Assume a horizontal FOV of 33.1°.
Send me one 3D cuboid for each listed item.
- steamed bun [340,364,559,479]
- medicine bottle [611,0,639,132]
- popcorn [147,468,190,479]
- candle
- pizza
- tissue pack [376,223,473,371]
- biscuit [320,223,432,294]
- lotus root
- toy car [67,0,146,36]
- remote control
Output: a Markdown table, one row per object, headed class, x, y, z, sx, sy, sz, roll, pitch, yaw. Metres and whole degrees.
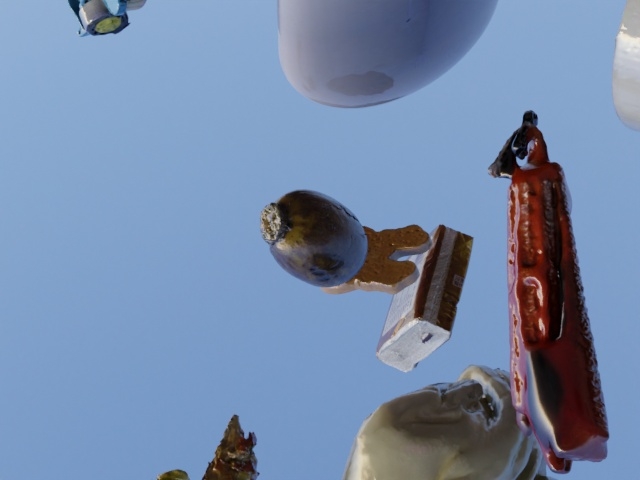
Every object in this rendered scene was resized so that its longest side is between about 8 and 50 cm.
| class | x | y | z | sx | sy | sz | roll | pitch | yaw |
| --- | --- | --- | --- | --- | --- | --- | --- | --- | --- |
| steamed bun | 0.181 | 0.338 | 1.337 | 0.237 | 0.394 | 0.346 | 37 | -102 | 28 |
| medicine bottle | 0.432 | -0.125 | 0.811 | 0.371 | 0.211 | 0.211 | 23 | -136 | 32 |
| popcorn | -0.216 | 0.392 | 1.577 | 0.089 | 0.109 | 0.097 | -32 | -167 | -25 |
| candle | 0.177 | 0.030 | 0.844 | 0.059 | 0.084 | 0.302 | 18 | -117 | -38 |
| pizza | -0.107 | 0.316 | 1.327 | 0.062 | 0.199 | 0.188 | 8 | 174 | 21 |
| tissue pack | 0.187 | 0.106 | 1.962 | 0.092 | 0.183 | 0.226 | 23 | -127 | -9 |
| biscuit | 0.062 | 0.032 | 1.759 | 0.236 | 0.040 | 0.144 | -2 | -141 | 31 |
| lotus root | 0.000 | 0.000 | 1.425 | 0.120 | 0.120 | 0.209 | 41 | -171 | 39 |
| toy car | -0.161 | -0.245 | 0.918 | 0.098 | 0.161 | 0.126 | -14 | -106 | -30 |
| remote control | 0.066 | -0.230 | 0.926 | 0.221 | 0.332 | 0.103 | -23 | -115 | -14 |
